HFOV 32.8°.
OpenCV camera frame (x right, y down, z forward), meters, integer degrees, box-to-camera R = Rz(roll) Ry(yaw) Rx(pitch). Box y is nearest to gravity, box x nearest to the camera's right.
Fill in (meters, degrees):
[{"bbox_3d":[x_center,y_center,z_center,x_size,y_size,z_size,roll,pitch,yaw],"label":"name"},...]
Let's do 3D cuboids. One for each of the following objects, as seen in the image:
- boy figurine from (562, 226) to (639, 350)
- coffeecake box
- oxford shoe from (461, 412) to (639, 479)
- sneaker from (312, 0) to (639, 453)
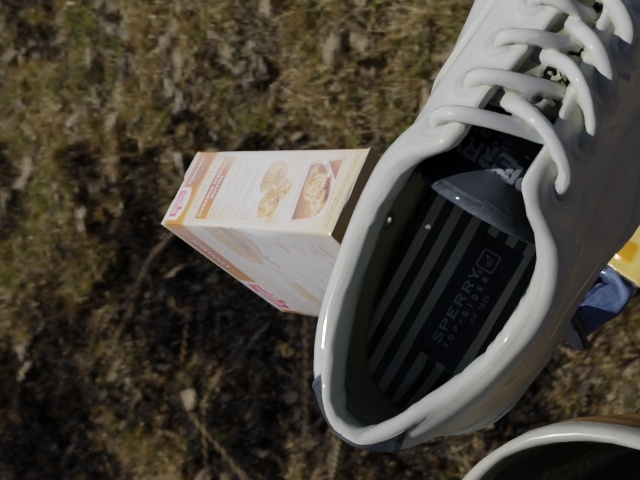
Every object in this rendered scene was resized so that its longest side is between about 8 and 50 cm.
[{"bbox_3d":[0.401,0.017,1.384,0.285,0.092,0.177,-40,42,-7],"label":"boy figurine"},{"bbox_3d":[0.000,0.000,0.780,0.185,0.142,0.068,4,63,47],"label":"coffeecake box"},{"bbox_3d":[0.060,0.245,0.278,0.169,0.130,0.449,-8,57,38],"label":"oxford shoe"},{"bbox_3d":[0.075,-0.039,0.335,0.094,0.091,0.258,26,109,17],"label":"sneaker"}]
